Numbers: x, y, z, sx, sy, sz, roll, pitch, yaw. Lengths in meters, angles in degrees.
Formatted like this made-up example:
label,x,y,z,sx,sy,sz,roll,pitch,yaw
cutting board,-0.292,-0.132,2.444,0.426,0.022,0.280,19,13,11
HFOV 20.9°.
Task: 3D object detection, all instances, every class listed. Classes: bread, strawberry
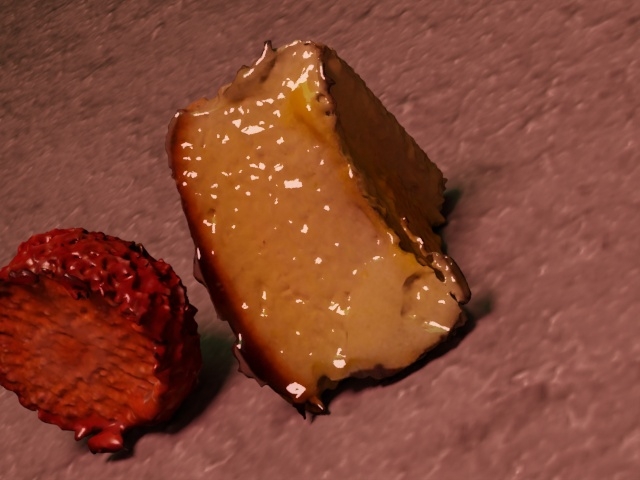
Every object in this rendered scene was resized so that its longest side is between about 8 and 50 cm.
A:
label,x,y,z,sx,sy,sz,roll,pitch,yaw
bread,0.000,0.000,0.959,0.140,0.169,0.160,-28,43,19
strawberry,-0.135,0.052,1.041,0.145,0.145,0.086,-12,25,43
